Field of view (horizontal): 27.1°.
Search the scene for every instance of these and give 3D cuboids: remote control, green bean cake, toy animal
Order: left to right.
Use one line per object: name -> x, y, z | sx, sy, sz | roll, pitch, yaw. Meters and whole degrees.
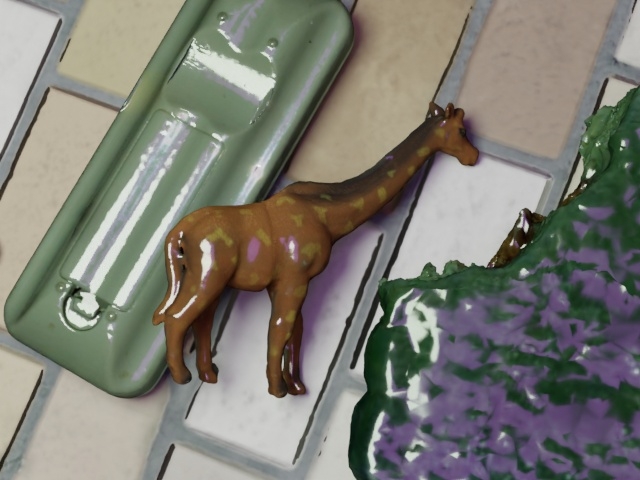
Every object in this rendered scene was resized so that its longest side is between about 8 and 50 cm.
remote control -> -0.103, -0.053, 0.976 | 0.128, 0.065, 0.335 | 28, 83, 13
toy animal -> 0.000, 0.000, 0.940 | 0.224, 0.066, 0.230 | 10, 92, -23
green bean cake -> 0.187, 0.058, 0.872 | 0.300, 0.169, 0.308 | 10, 79, 6
